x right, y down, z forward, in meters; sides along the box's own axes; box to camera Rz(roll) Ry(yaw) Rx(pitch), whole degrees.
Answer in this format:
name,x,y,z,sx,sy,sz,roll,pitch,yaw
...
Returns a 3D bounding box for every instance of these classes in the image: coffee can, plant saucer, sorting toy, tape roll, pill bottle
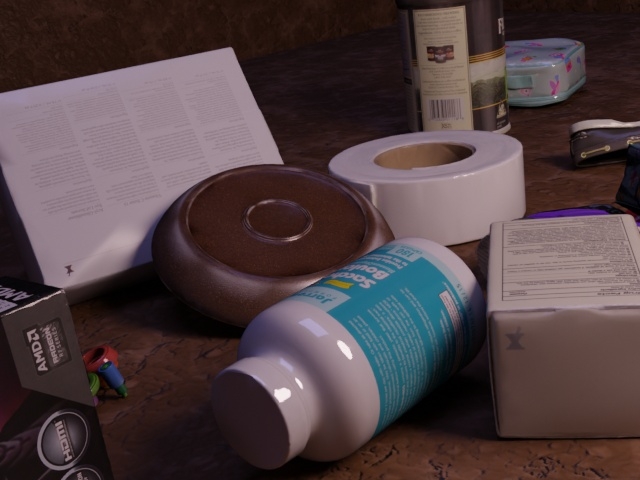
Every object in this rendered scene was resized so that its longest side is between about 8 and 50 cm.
name,x,y,z,sx,sy,sz,roll,pitch,yaw
coffee can,0.254,-0.341,1.855,0.202,0.275,0.201,-6,20,2
plant saucer,-0.054,-0.010,1.210,0.311,0.050,0.310,3,37,-3
sorting toy,-0.232,0.152,1.011,0.061,0.042,0.102,-17,27,21
tape roll,0.155,-0.080,1.420,0.286,0.100,0.286,-6,20,2
pill bottle,0.026,0.103,0.878,0.146,0.146,0.264,9,25,40

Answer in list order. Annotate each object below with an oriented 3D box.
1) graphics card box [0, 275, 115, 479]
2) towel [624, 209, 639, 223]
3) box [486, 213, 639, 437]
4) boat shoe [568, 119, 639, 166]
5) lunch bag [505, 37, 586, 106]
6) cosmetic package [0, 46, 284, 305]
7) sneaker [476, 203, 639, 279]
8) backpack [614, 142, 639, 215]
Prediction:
name,x,y,z,sx,sy,sz,roll,pitch,yaw
graphics card box,-0.311,0.194,0.618,0.094,0.232,0.371,5,22,43
towel,0.527,-0.023,1.225,0.275,0.031,0.199,11,27,42
box,0.235,0.073,0.915,0.149,0.126,0.232,-3,20,12
boat shoe,0.514,-0.153,1.547,0.228,0.068,0.081,-1,-15,11
lunch bag,0.415,-0.356,2.092,0.279,0.107,0.224,3,27,31
cosmetic package,-0.246,-0.093,1.339,0.377,0.284,0.097,-17,-17,-26
sneaker,0.337,0.008,1.099,0.293,0.102,0.146,10,25,41
backpack,0.441,-0.066,1.088,0.166,0.144,0.188,11,18,-4
